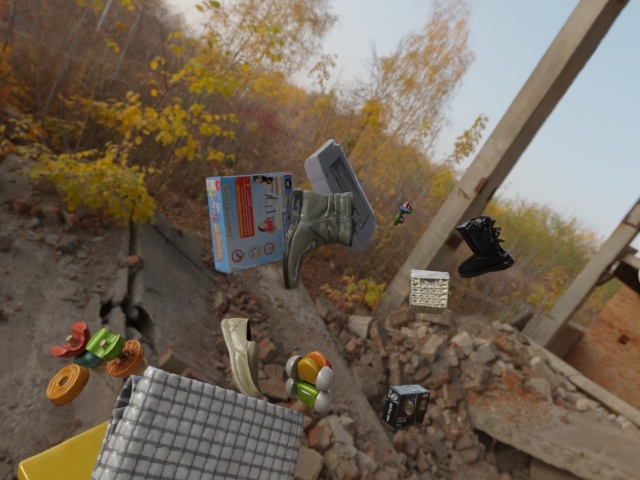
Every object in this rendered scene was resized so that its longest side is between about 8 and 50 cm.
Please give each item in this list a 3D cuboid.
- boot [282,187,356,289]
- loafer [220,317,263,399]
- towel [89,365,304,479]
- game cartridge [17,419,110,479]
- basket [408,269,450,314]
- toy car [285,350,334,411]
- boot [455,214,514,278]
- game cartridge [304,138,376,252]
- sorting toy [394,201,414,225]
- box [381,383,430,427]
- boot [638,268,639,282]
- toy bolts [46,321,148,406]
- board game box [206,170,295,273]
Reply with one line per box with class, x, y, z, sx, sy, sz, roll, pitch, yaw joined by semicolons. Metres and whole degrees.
boot;0.000;0.000;0.958;0.161;0.247;0.083;7;0;1
loafer;-0.215;0.339;1.205;0.102;0.092;0.269;80;-14;-65
towel;-0.172;0.324;0.566;0.283;0.235;0.121;30;-28;-30
game cartridge;-0.349;0.463;0.800;0.285;0.053;0.323;35;27;29
basket;0.318;0.158;1.229;0.113;0.103;0.167;4;-17;11
toy car;-0.020;0.439;1.318;0.159;0.182;0.136;14;23;28
boot;0.278;0.013;0.745;0.099;0.045;0.121;54;-33;-7
game cartridge;0.062;-0.123;1.165;0.297;0.062;0.198;61;36;-17
sorting toy;0.293;-0.090;1.422;0.042;0.102;0.061;25;-25;19
box;0.363;0.697;1.745;0.180;0.148;0.077;11;4;-33
boot;0.754;0.088;0.840;0.244;0.089;0.176;10;4;11
toy bolts;-0.593;0.338;1.087;0.228;0.218;0.159;10;-38;36
board game box;-0.219;-0.071;1.403;0.301;0.309;0.086;-13;14;-43
